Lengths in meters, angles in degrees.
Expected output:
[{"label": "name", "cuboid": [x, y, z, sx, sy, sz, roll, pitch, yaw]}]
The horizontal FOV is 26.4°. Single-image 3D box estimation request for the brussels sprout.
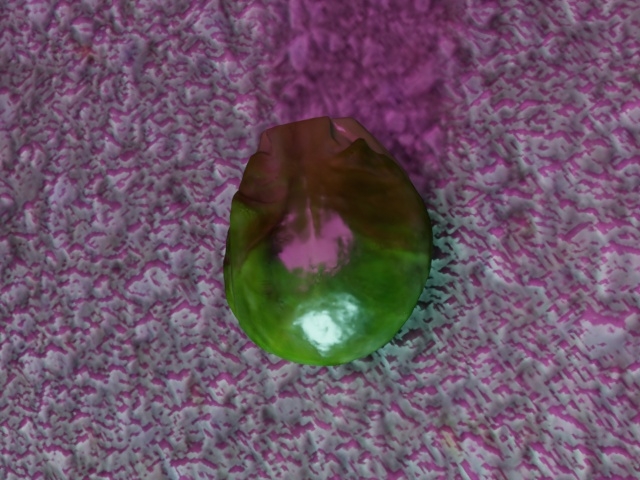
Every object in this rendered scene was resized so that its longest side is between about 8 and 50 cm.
[{"label": "brussels sprout", "cuboid": [0.005, 0.000, 0.996, 0.161, 0.143, 0.181, 8, 98, 62]}]
